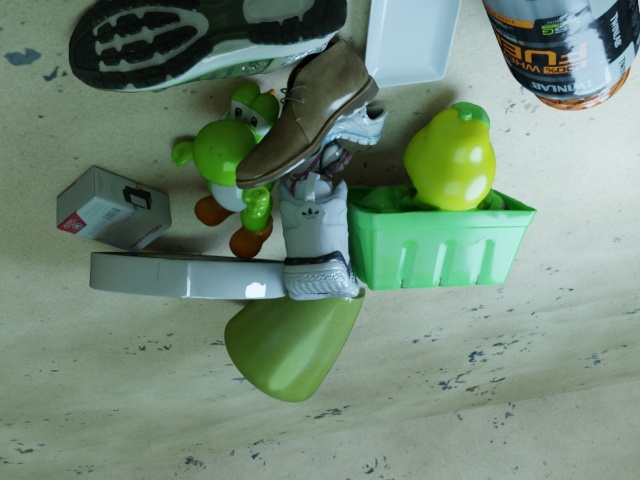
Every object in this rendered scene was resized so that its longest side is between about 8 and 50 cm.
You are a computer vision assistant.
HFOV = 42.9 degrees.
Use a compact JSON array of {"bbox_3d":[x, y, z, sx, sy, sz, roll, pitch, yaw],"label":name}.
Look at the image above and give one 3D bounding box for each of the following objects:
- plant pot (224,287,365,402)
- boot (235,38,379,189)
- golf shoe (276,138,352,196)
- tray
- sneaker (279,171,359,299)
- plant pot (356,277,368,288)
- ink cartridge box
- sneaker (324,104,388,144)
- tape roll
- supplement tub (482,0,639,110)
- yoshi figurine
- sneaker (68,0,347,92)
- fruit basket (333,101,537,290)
[{"bbox_3d":[-0.035,0.186,1.930,0.275,0.274,0.293,17,125,-40],"label":"plant pot"},{"bbox_3d":[-0.040,-0.199,1.267,0.112,0.305,0.115,11,140,48],"label":"boot"},{"bbox_3d":[-0.027,-0.144,1.546,0.086,0.067,0.186,43,131,-18],"label":"golf shoe"},{"bbox_3d":[0.143,-0.345,1.282,0.145,0.030,0.270,-7,150,-6],"label":"tray"},{"bbox_3d":[0.000,0.000,1.528,0.137,0.210,0.366,-2,172,3],"label":"sneaker"},{"bbox_3d":[0.090,0.034,1.841,0.109,0.109,0.096,12,131,-34],"label":"plant pot"},{"bbox_3d":[-0.390,-0.054,1.545,0.127,0.072,0.175,-32,144,31],"label":"ink cartridge box"},{"bbox_3d":[0.035,-0.220,1.431,0.191,0.071,0.083,-4,144,-30],"label":"sneaker"},{"bbox_3d":[-0.255,0.066,1.604,0.392,0.072,0.392,3,-179,0],"label":"tape roll"},{"bbox_3d":[0.349,-0.344,1.179,0.207,0.207,0.338,-22,148,17],"label":"supplement tub"},{"bbox_3d":[-0.159,-0.111,1.419,0.204,0.203,0.362,2,145,-10],"label":"yoshi figurine"},{"bbox_3d":[-0.159,-0.279,1.198,0.410,0.158,0.182,-8,168,4],"label":"sneaker"},{"bbox_3d":[0.221,-0.096,1.582,0.392,0.283,0.392,-5,106,-16],"label":"fruit basket"}]
